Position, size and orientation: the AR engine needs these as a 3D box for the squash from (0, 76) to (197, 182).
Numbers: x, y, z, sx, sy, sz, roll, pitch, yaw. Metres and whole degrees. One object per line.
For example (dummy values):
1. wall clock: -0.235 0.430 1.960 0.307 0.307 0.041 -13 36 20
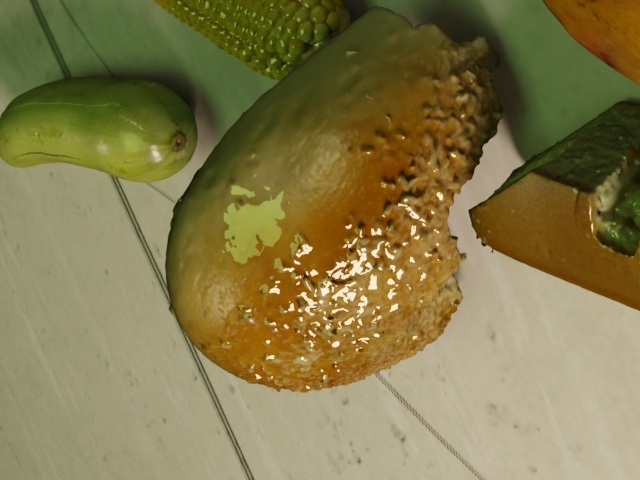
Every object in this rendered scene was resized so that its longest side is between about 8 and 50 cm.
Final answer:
1. squash: -0.188 -0.092 1.300 0.250 0.083 0.083 6 118 50

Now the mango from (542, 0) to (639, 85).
1. mango: 0.171 -0.161 0.777 0.249 0.151 0.156 51 176 8

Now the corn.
1. corn: -0.081 -0.190 1.110 0.248 0.081 0.081 37 137 27

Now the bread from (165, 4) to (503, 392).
1. bread: -0.002 -0.001 1.046 0.171 0.192 0.314 48 141 19

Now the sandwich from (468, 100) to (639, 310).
1. sandwich: 0.186 -0.014 0.904 0.244 0.090 0.088 26 134 37
